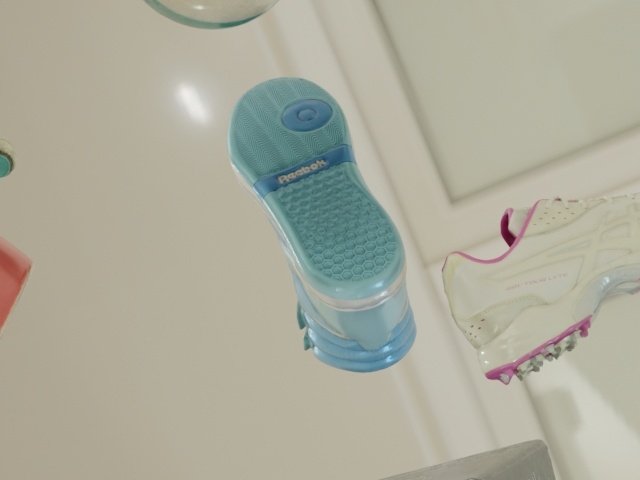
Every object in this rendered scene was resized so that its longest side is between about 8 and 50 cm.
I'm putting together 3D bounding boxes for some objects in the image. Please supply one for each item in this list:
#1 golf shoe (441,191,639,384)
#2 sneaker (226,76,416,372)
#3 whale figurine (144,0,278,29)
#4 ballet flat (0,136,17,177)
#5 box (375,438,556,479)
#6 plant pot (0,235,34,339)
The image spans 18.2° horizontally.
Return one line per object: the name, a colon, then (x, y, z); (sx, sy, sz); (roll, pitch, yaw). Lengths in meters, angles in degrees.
golf shoe: (0.247, -0.001, 1.796); (0.140, 0.306, 0.115); (55, 167, 13)
sneaker: (0.000, 0.000, 1.964); (0.208, 0.127, 0.319); (78, 173, -47)
whale figurine: (-0.069, -0.307, 1.813); (0.216, 0.272, 0.141); (44, 160, -2)
ballet flat: (-0.422, -0.107, 2.228); (0.168, 0.057, 0.052); (16, -147, -17)
box: (0.091, 0.356, 2.059); (0.395, 0.293, 0.212); (0, -106, -74)
plant pot: (-0.377, 0.048, 1.588); (0.243, 0.275, 0.275); (26, -158, -8)
